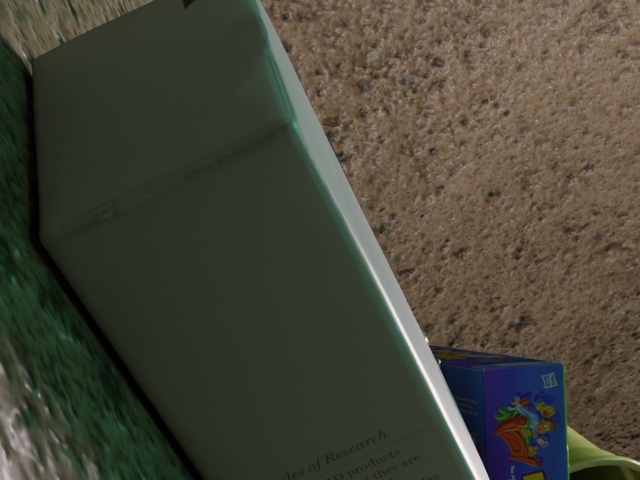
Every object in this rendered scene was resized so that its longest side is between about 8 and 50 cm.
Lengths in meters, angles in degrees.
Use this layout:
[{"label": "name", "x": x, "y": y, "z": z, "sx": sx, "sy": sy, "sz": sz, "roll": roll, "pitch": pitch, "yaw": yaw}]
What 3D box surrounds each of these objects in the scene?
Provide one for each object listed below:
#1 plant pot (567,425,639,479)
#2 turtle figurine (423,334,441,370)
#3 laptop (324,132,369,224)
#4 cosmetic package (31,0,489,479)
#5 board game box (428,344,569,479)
[{"label": "plant pot", "x": 0.283, "y": 0.341, "z": 1.779, "sx": 0.276, "sy": 0.276, "sz": 0.254, "roll": 63, "pitch": -6, "yaw": -32}, {"label": "turtle figurine", "x": 0.021, "y": 0.138, "z": 1.224, "sx": 0.118, "sy": 0.175, "sz": 0.234, "roll": 39, "pitch": 5, "yaw": -24}, {"label": "laptop", "x": 0.000, "y": 0.000, "z": 1.844, "sx": 0.264, "sy": 0.136, "sz": 0.234, "roll": -99, "pitch": 163, "yaw": -77}, {"label": "cosmetic package", "x": -0.018, "y": 0.070, "z": 0.914, "sx": 0.230, "sy": 0.161, "sz": 0.453, "roll": -109, "pitch": 173, "yaw": -55}, {"label": "board game box", "x": 0.134, "y": 0.227, "z": 1.291, "sx": 0.347, "sy": 0.078, "sz": 0.233, "roll": 175, "pitch": -87, "yaw": -75}]
